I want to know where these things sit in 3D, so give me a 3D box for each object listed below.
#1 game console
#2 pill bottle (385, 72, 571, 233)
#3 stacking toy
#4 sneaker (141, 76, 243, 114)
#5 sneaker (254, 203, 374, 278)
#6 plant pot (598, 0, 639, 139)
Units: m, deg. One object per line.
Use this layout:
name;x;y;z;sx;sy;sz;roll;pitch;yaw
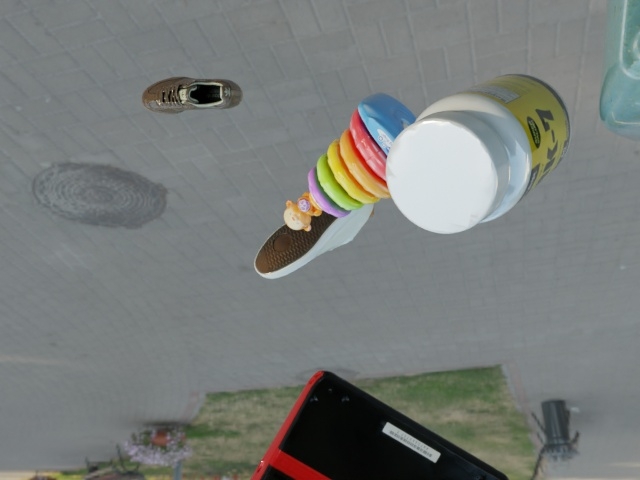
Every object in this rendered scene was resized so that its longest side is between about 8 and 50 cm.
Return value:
game console;0.076;0.449;1.060;0.387;0.341;0.060;31;174;-3
pill bottle;0.153;-0.085;0.606;0.119;0.119;0.208;-25;-176;40
stacking toy;0.041;-0.107;1.134;0.302;0.175;0.166;-35;-174;29
sneaker;-0.233;-0.257;1.116;0.189;0.066;0.071;-2;-175;13
sneaker;0.000;0.000;1.360;0.290;0.106;0.123;-36;144;-1
plant pot;0.327;-0.187;0.459;0.247;0.247;0.252;8;-165;36
